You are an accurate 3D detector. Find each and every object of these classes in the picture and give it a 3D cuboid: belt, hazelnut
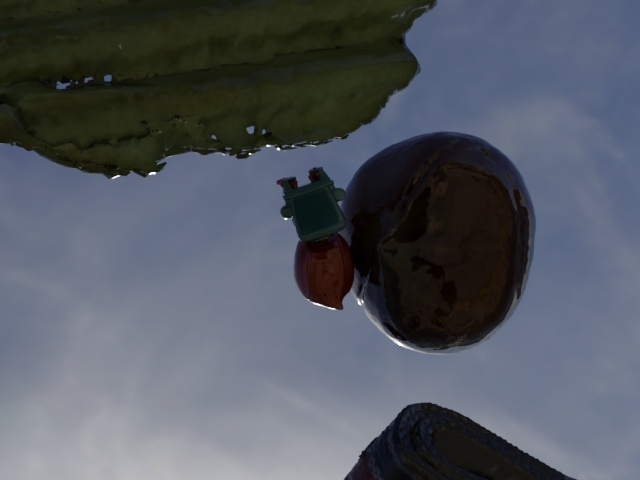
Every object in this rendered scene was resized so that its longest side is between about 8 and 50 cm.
[{"bbox_3d":[0.182,0.215,1.133,0.359,0.126,0.094,19,-48,-22],"label":"belt"},{"bbox_3d":[0.114,0.005,1.600,0.229,0.229,0.229,-20,-46,-22],"label":"hazelnut"}]

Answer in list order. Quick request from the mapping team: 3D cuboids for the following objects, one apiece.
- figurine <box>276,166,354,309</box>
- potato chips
[{"bbox_3d":[0.000,0.000,1.540,0.068,0.075,0.140,-15,-82,-6],"label":"figurine"},{"bbox_3d":[-0.122,-0.215,1.057,0.429,0.358,0.070,-13,-16,-27],"label":"potato chips"}]
